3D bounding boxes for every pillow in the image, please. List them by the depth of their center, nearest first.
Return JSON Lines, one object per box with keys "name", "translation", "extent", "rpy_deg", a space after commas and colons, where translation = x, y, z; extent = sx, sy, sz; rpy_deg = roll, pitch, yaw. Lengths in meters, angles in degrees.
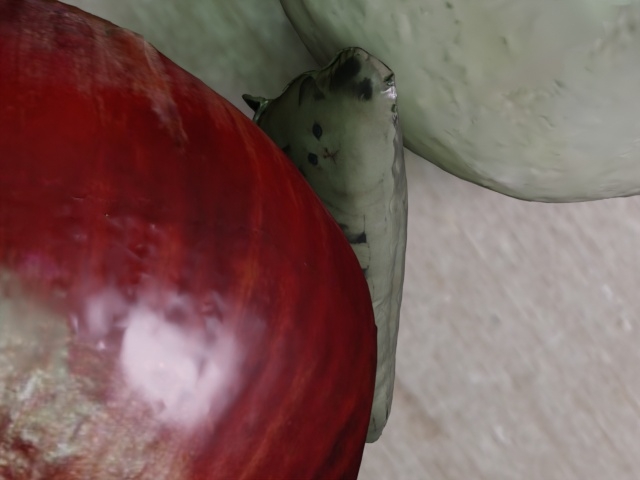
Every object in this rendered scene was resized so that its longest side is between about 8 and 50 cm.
{"name": "pillow", "translation": [-0.001, -0.001, 0.923], "extent": [0.051, 0.093, 0.241], "rpy_deg": [-44, 147, -37]}

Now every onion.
{"name": "onion", "translation": [-0.132, 0.064, 0.814], "extent": [0.341, 0.341, 0.341], "rpy_deg": [-2, 99, -11]}

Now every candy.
{"name": "candy", "translation": [0.125, -0.150, 0.899], "extent": [0.295, 0.185, 0.295], "rpy_deg": [-3, 105, -10]}
